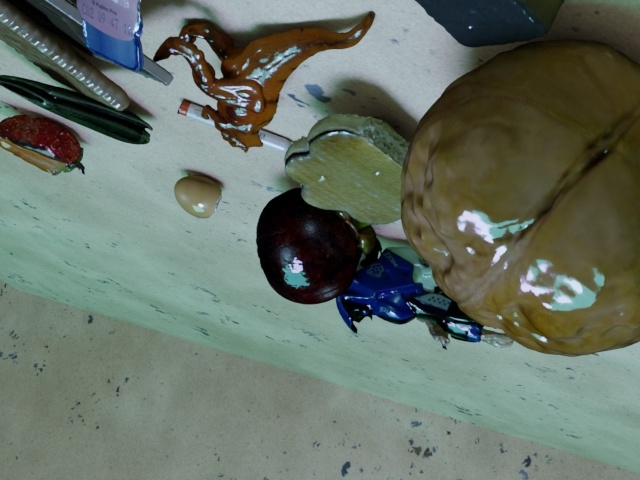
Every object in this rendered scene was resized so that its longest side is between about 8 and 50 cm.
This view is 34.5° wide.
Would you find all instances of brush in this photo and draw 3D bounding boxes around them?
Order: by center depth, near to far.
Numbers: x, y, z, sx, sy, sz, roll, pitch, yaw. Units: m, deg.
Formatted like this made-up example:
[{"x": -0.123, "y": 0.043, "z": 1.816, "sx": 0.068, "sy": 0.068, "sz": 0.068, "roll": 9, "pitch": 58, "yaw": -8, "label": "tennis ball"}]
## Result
[{"x": 0.138, "y": -0.267, "z": 1.026, "sx": 0.197, "sy": 0.059, "sz": 0.123, "roll": 32, "pitch": 161, "yaw": -33, "label": "brush"}]

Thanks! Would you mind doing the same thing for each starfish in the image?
[{"x": 0.180, "y": 0.128, "z": 2.089, "sx": 0.432, "sy": 0.082, "sz": 0.324, "roll": 24, "pitch": -177, "yaw": 14, "label": "starfish"}]

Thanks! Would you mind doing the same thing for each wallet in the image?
[{"x": -0.412, "y": -0.226, "z": 1.736, "sx": 0.160, "sy": 0.055, "sz": 0.236, "roll": 21, "pitch": 180, "yaw": 37, "label": "wallet"}]

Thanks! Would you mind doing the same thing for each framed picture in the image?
[{"x": -0.355, "y": -0.304, "z": 1.384, "sx": 0.247, "sy": 0.022, "sz": 0.335, "roll": 33, "pitch": 178, "yaw": -34, "label": "framed picture"}]

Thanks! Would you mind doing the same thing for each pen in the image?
[{"x": -0.127, "y": -0.179, "z": 1.673, "sx": 0.218, "sy": 0.026, "sz": 0.026, "roll": 21, "pitch": 163, "yaw": 0, "label": "pen"}]

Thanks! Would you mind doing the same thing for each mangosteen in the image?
[{"x": -0.007, "y": 0.009, "z": 1.828, "sx": 0.216, "sy": 0.216, "sz": 0.216, "roll": 19, "pitch": 163, "yaw": 6, "label": "mangosteen"}]

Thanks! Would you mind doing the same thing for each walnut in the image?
[{"x": 0.267, "y": -0.043, "z": 1.158, "sx": 0.354, "sy": 0.308, "sz": 0.398, "roll": 54, "pitch": 164, "yaw": 6, "label": "walnut"}]

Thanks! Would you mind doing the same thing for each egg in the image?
[{"x": -0.238, "y": -0.088, "z": 1.996, "sx": 0.096, "sy": 0.080, "sz": 0.080, "roll": 29, "pitch": 162, "yaw": -6, "label": "egg"}]

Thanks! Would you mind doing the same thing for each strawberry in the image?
[{"x": -0.547, "y": -0.193, "z": 2.025, "sx": 0.192, "sy": 0.085, "sz": 0.140, "roll": 17, "pitch": 164, "yaw": 16, "label": "strawberry"}]

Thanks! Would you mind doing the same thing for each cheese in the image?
[{"x": -0.239, "y": -0.319, "z": 1.141, "sx": 0.189, "sy": 0.074, "sz": 0.286, "roll": 27, "pitch": 137, "yaw": 25, "label": "cheese"}]

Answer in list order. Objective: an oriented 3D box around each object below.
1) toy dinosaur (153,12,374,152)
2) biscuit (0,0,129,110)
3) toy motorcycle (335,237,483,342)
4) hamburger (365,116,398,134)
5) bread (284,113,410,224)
[{"x": -0.110, "y": -0.228, "z": 1.374, "sx": 0.208, "sy": 0.097, "sz": 0.432, "roll": 29, "pitch": 157, "yaw": -11, "label": "toy dinosaur"}, {"x": -0.441, "y": -0.307, "z": 1.545, "sx": 0.217, "sy": 0.044, "sz": 0.325, "roll": 25, "pitch": 172, "yaw": 40, "label": "biscuit"}, {"x": 0.157, "y": 0.096, "z": 1.896, "sx": 0.331, "sy": 0.196, "sz": 0.125, "roll": 17, "pitch": 162, "yaw": 19, "label": "toy motorcycle"}, {"x": 0.071, "y": -0.141, "z": 1.516, "sx": 0.121, "sy": 0.054, "sz": 0.084, "roll": -6, "pitch": 148, "yaw": 42, "label": "hamburger"}, {"x": 0.058, "y": -0.096, "z": 1.491, "sx": 0.207, "sy": 0.056, "sz": 0.286, "roll": -10, "pitch": 149, "yaw": 35, "label": "bread"}]
